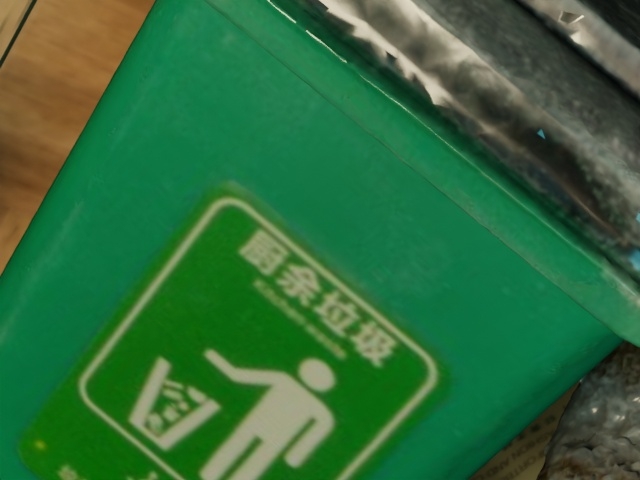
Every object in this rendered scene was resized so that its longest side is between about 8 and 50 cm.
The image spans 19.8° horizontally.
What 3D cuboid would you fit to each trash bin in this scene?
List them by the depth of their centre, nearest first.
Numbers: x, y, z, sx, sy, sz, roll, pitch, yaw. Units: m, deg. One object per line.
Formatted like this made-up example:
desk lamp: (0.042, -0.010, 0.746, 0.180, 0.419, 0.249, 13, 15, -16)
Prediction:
trash bin: (0.000, 0.000, 0.798, 0.259, 0.295, 0.381, 40, 118, 0)

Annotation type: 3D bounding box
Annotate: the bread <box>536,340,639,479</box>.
bread: (0.226, 0.039, 0.839, 0.416, 0.165, 0.113, -61, 143, -18)

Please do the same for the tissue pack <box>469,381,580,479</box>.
tissue pack: (0.201, 0.195, 1.022, 0.380, 0.207, 0.297, -33, 124, 4)
